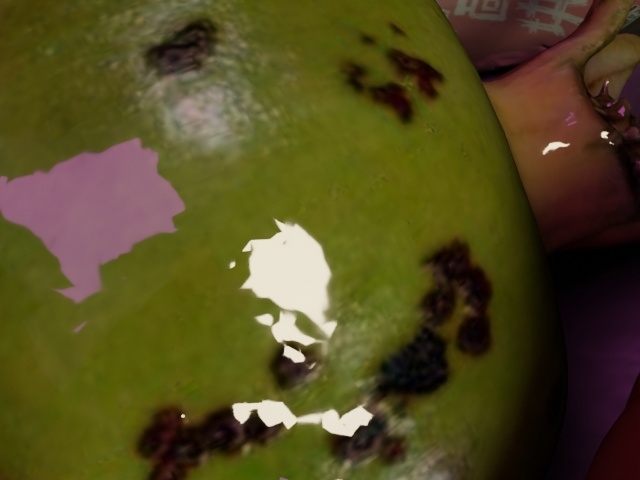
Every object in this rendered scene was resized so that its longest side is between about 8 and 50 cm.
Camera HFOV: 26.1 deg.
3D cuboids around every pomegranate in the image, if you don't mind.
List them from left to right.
[{"bbox_3d":[-0.007,0.011,0.486,0.324,0.291,0.290,-9,66,13],"label":"pomegranate"}]

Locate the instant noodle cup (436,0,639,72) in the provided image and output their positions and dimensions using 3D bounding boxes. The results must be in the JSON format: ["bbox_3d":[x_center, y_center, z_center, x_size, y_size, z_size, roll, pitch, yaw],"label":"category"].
[{"bbox_3d":[0.045,-0.228,0.579,0.243,0.243,0.231,-5,62,24],"label":"instant noodle cup"}]

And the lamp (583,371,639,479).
[{"bbox_3d":[0.210,0.090,0.340,0.303,0.257,0.303,-24,24,12],"label":"lamp"}]
